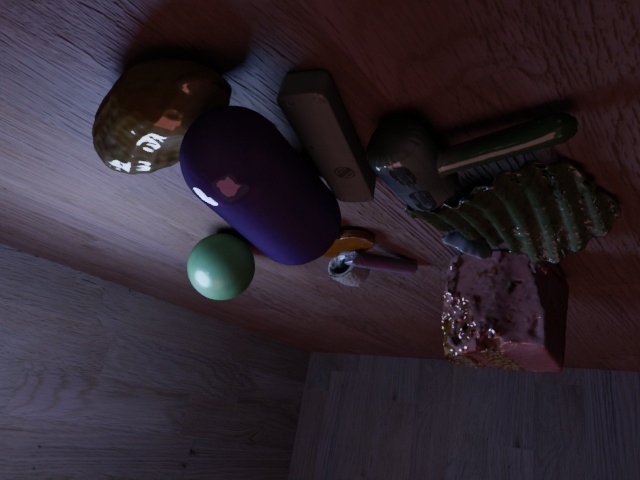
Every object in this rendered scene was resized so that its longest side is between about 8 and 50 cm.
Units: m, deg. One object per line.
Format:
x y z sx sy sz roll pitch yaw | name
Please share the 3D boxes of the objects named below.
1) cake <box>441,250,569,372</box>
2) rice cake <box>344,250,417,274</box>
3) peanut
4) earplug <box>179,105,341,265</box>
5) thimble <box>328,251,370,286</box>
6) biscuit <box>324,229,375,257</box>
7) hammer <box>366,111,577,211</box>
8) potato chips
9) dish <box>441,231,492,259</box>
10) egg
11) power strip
0.519 0.207 1.365 0.307 0.314 0.293 -2 154 35 | cake
0.192 0.071 1.473 0.270 0.049 0.055 11 146 -30 | rice cake
-0.305 -0.220 0.869 0.174 0.158 0.340 39 146 -22 | peanut
-0.105 -0.098 0.909 0.215 0.215 0.456 5 167 15 | earplug
0.092 0.092 1.555 0.115 0.102 0.090 -34 137 27 | thimble
0.000 -0.003 1.419 0.324 0.049 0.205 -1 156 14 | biscuit
0.261 -0.160 0.832 0.335 0.119 0.206 -13 150 34 | hammer
0.409 -0.047 1.041 0.389 0.097 0.373 19 158 -26 | potato chips
0.388 0.001 1.252 0.137 0.039 0.091 21 -153 19 | dish
-0.329 0.089 1.590 0.220 0.220 0.269 13 161 -5 | egg
0.030 -0.179 0.941 0.091 0.062 0.385 2 157 22 | power strip
